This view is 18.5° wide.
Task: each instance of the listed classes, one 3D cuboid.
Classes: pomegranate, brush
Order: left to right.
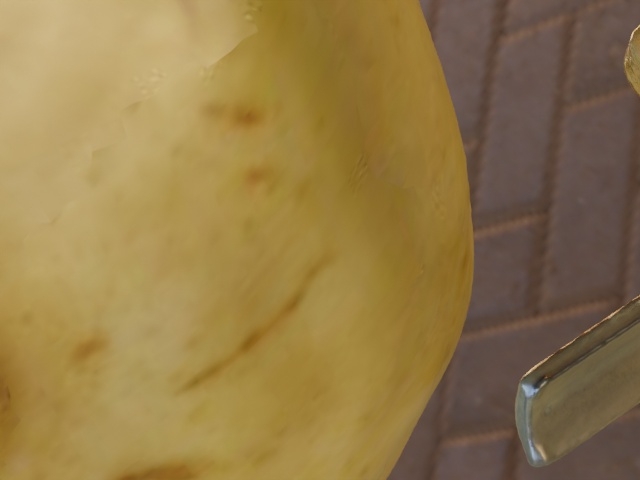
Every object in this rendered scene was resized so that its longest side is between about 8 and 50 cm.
[{"bbox_3d":[-0.116,-0.035,0.461,0.332,0.332,0.333,-30,46,37],"label":"pomegranate"},{"bbox_3d":[0.189,0.019,0.965,0.282,0.054,0.048,-31,39,-33],"label":"brush"}]

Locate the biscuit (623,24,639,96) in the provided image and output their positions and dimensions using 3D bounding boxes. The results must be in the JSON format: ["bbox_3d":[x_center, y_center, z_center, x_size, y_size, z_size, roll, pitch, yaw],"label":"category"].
[{"bbox_3d":[0.212,0.001,0.755,0.035,0.184,0.249,104,151,-74],"label":"biscuit"}]
